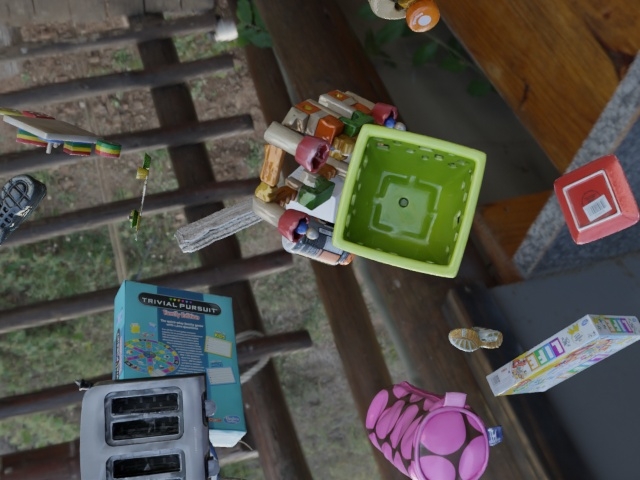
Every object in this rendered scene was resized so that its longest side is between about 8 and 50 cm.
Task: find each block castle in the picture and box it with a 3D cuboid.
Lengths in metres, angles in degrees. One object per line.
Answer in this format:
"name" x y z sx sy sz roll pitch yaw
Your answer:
"block castle" 0.036 -0.208 1.760 0.453 0.212 0.303 -35 149 -50

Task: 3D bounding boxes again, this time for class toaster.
"toaster" -0.227 0.259 0.845 0.185 0.168 0.110 -2 170 -13

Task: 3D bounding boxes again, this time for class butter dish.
"butter dish" 0.618 -0.088 1.422 0.118 0.160 0.160 -3 162 -39

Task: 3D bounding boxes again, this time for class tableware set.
"tableware set" -0.341 -0.084 1.223 0.024 0.104 0.154 10 135 -15

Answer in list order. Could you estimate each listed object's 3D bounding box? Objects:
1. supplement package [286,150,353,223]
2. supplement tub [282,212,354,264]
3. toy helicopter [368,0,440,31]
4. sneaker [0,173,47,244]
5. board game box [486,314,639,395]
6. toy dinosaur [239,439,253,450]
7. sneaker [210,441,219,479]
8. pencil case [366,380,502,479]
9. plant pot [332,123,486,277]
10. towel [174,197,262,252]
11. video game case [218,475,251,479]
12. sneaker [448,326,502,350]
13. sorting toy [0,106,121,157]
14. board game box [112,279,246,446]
"supplement package" 0.039 -0.181 2.116 0.293 0.177 0.175 -48 154 -41
"supplement tub" 0.000 0.000 1.807 0.190 0.117 0.117 19 130 -29
"toy helicopter" 0.216 -0.668 1.526 0.234 0.140 0.355 3 148 -22
"sneaker" -0.774 -0.049 1.605 0.267 0.101 0.106 -43 179 3
"board game box" 0.283 0.135 0.760 0.103 0.026 0.154 5 142 -37
"toy dinosaur" -0.277 0.502 1.661 0.211 0.064 0.112 1 158 -6
"sneaker" -0.284 0.495 1.206 0.131 0.111 0.297 8 101 -56
"pencil case" 0.114 0.209 0.731 0.095 0.098 0.209 -2 174 -12
"plant pot" 0.159 -0.067 1.206 0.227 0.228 0.207 15 -179 6
"towel" -0.292 -0.052 1.924 0.282 0.187 0.049 -25 109 -12
"video game case" -0.261 0.662 1.758 0.210 0.042 0.232 -12 155 44
"sneaker" 0.212 0.136 0.914 0.083 0.037 0.032 7 93 -21
"sorting toy" -0.522 -0.201 1.261 0.132 0.274 0.046 -7 117 -59
"board game box" -0.303 0.258 1.380 0.253 0.336 0.079 13 134 -28
